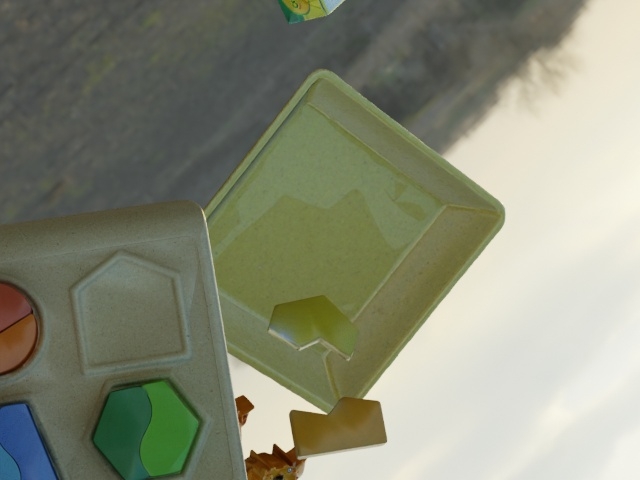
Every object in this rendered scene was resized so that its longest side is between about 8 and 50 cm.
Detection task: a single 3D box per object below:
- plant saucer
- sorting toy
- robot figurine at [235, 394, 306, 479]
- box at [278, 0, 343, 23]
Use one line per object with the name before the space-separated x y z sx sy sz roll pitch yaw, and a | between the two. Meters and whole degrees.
plant saucer | 0.000 0.000 1.855 0.333 0.333 0.081 -51 -148 7
sorting toy | -0.118 0.084 1.045 0.307 0.229 0.041 -8 167 -8
robot figurine | -0.097 0.320 1.659 0.085 0.211 0.291 -10 123 -36
box | -0.022 -0.261 1.154 0.043 0.179 0.105 -6 -152 37
